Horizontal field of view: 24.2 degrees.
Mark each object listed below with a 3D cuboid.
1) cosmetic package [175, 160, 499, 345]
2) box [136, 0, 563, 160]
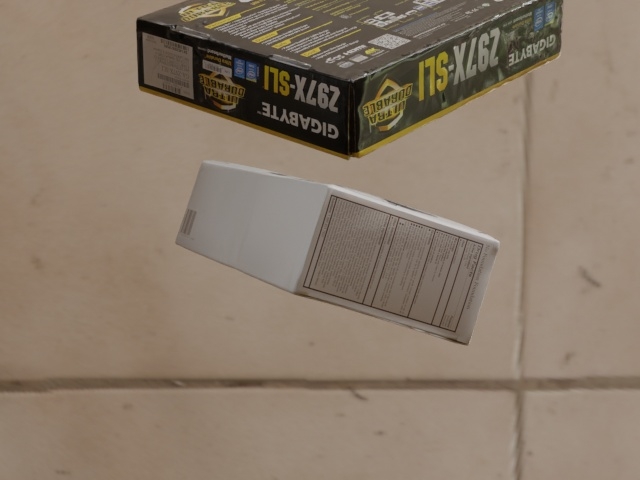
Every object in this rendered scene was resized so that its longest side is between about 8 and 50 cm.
[{"bbox_3d":[0.000,0.000,0.824,0.099,0.239,0.060,19,89,-20],"label":"cosmetic package"},{"bbox_3d":[0.034,-0.187,1.379,0.322,0.257,0.079,-29,127,-43],"label":"box"}]
